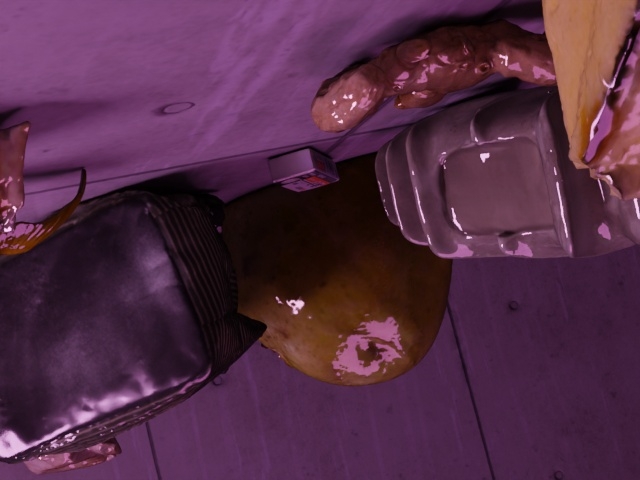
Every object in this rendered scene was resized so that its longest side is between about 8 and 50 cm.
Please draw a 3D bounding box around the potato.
[{"bbox_3d":[0.063,0.045,1.337,0.330,0.280,0.213,-10,175,-20],"label":"potato"}]

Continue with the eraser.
[{"bbox_3d":[-0.017,-0.078,1.174,0.052,0.029,0.122,-15,173,12],"label":"eraser"}]

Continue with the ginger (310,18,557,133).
[{"bbox_3d":[0.100,-0.134,0.818,0.258,0.065,0.149,-18,-171,-23],"label":"ginger"}]

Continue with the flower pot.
[{"bbox_3d":[0.223,-0.076,1.051,0.254,0.165,0.367,-21,-169,-39],"label":"flower pot"}]

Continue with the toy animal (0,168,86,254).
[{"bbox_3d":[-0.310,-0.001,0.922,0.155,0.095,0.219,-22,-159,50],"label":"toy animal"}]

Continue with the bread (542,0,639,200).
[{"bbox_3d":[0.263,-0.144,0.519,0.263,0.198,0.236,-11,167,-15],"label":"bread"}]

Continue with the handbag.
[{"bbox_3d":[-0.227,0.088,1.180,0.340,0.247,0.240,-27,172,19],"label":"handbag"}]

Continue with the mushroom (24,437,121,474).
[{"bbox_3d":[-0.362,0.174,1.453,0.297,0.290,0.297,-13,173,-2],"label":"mushroom"}]

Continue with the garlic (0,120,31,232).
[{"bbox_3d":[-0.344,-0.017,0.706,0.128,0.149,0.266,27,-152,37],"label":"garlic"}]
